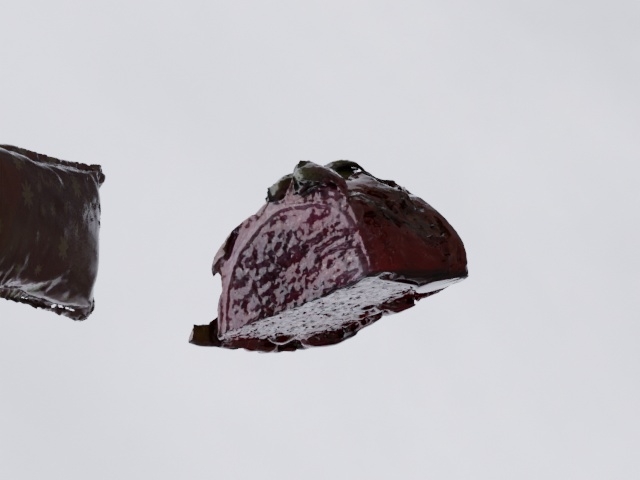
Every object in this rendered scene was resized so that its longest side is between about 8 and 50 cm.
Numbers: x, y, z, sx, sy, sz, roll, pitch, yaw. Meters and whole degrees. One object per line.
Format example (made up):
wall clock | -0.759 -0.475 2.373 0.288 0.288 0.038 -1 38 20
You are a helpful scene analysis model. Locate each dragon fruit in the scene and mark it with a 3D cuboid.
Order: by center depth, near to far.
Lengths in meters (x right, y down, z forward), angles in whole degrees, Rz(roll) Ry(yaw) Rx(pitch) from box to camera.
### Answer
dragon fruit | 0.000 0.000 1.082 0.102 0.147 0.096 0 -111 -51

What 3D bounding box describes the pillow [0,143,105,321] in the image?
pillow | -0.192 -0.009 1.309 0.185 0.043 0.118 12 -99 -62
